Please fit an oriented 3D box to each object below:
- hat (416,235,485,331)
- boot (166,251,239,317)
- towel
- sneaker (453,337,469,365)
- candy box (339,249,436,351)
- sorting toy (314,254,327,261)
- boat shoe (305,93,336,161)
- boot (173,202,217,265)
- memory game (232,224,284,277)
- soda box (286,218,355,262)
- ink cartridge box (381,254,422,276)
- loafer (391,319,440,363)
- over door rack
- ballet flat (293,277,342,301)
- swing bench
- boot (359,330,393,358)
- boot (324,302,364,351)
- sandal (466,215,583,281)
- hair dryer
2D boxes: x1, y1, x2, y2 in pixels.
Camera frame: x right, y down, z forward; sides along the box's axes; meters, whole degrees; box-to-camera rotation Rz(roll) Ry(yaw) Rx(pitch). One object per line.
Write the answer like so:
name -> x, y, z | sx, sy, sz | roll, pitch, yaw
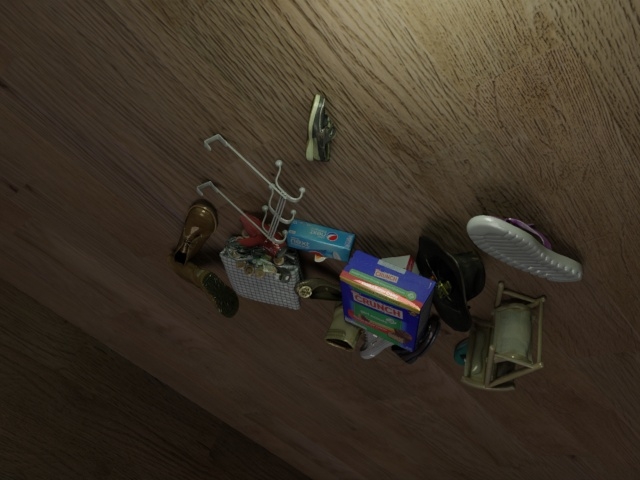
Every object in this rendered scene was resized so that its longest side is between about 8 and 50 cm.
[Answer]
hat -> 0.407, 0.110, 1.678 | 0.134, 0.331, 0.331 | -21, 139, -9
boot -> -0.439, 0.160, 2.135 | 0.269, 0.089, 0.236 | 18, 143, 47
towel -> -0.191, 0.106, 2.008 | 0.284, 0.121, 0.235 | 10, 140, 16
sneaker -> 0.587, 0.409, 2.012 | 0.108, 0.121, 0.302 | 36, 140, -19
candy box -> 0.210, 0.198, 1.818 | 0.268, 0.122, 0.317 | 23, 150, 19
sorting toy -> 0.026, 0.043, 1.876 | 0.075, 0.083, 0.045 | 3, 100, 10
boat shoe -> 0.005, -0.285, 1.472 | 0.073, 0.080, 0.223 | 12, 147, 2
boot -> -0.440, -0.013, 1.977 | 0.112, 0.115, 0.305 | 28, 141, -6
memory game -> -0.203, 0.033, 1.888 | 0.186, 0.186, 0.012 | 11, 177, 12
soda box -> 0.000, 0.000, 1.826 | 0.210, 0.067, 0.071 | 15, 142, 8
ink cartridge box -> 0.270, 0.122, 1.853 | 0.109, 0.063, 0.150 | -11, 132, 36
loafer -> 0.344, 0.370, 2.095 | 0.095, 0.109, 0.302 | 25, 146, 1
over door rack -> -0.206, -0.161, 1.709 | 0.324, 0.108, 0.239 | 33, 142, 6
ballet flat -> 0.024, 0.182, 1.965 | 0.250, 0.058, 0.084 | 12, 127, -32
swing bench -> 0.575, 0.316, 1.795 | 0.165, 0.253, 0.254 | 19, 143, 2
boot -> 0.202, 0.359, 2.170 | 0.123, 0.095, 0.258 | 39, 133, -10
boot -> 0.156, 0.297, 2.004 | 0.262, 0.203, 0.095 | 8, 142, 18
sandal -> 0.558, 0.006, 1.561 | 0.416, 0.102, 0.169 | 27, 159, -29
hair dryer -> -0.196, -0.002, 1.777 | 0.223, 0.293, 0.080 | 30, 107, -31
